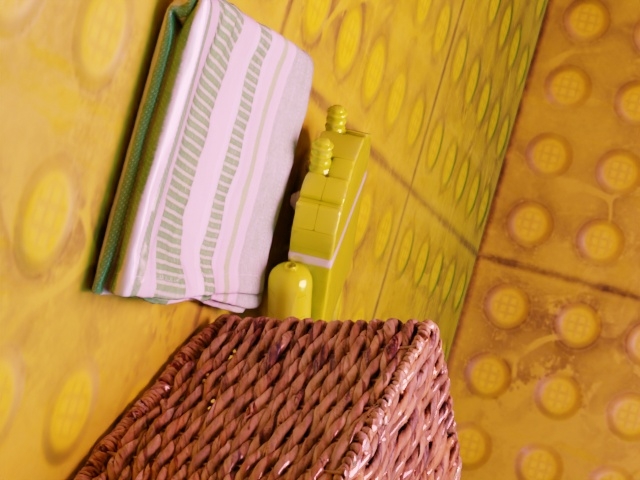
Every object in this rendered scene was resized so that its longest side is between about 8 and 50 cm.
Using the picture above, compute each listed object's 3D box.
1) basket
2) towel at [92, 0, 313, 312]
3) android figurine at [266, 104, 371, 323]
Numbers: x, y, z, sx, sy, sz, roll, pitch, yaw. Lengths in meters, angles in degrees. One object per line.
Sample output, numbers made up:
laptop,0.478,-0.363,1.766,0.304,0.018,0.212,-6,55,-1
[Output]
basket,-0.030,0.214,1.158,0.299,0.223,0.214,-54,138,-55
towel,-0.080,-0.062,1.152,0.325,0.038,0.248,12,92,-74
android figurine,0.000,0.000,1.385,0.248,0.056,0.273,-69,168,-51
